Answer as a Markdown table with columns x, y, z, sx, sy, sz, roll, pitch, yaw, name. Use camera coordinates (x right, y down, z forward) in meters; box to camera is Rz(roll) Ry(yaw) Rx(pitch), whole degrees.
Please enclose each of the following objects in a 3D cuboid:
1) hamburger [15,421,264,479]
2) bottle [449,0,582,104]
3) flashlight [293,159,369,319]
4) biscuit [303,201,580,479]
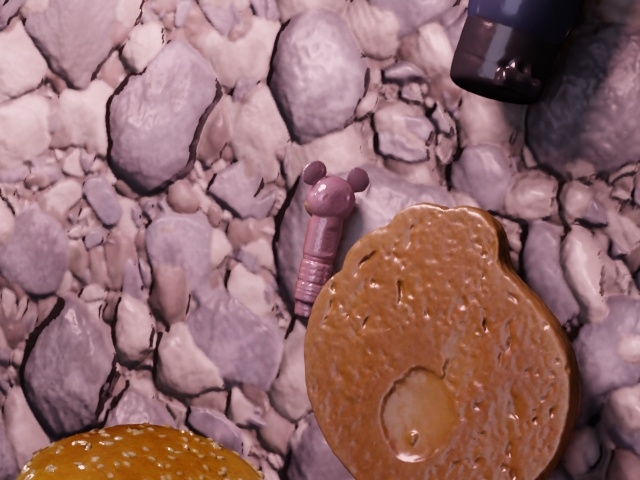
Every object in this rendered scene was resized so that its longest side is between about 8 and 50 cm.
| x | y | z | sx | sy | sz | roll | pitch | yaw | name |
| --- | --- | --- | --- | --- | --- | --- | --- | --- | --- |
| -0.126 | 0.204 | 1.285 | 0.189 | 0.215 | 0.122 | 43 | 120 | 39 | hamburger |
| 0.151 | -0.208 | 1.261 | 0.082 | 0.072 | 0.244 | 28 | 99 | 64 | bottle |
| 0.000 | 0.000 | 1.342 | 0.031 | 0.052 | 0.110 | 27 | 106 | 63 | flashlight |
| 0.081 | 0.086 | 1.279 | 0.181 | 0.049 | 0.208 | -41 | 68 | 18 | biscuit |
